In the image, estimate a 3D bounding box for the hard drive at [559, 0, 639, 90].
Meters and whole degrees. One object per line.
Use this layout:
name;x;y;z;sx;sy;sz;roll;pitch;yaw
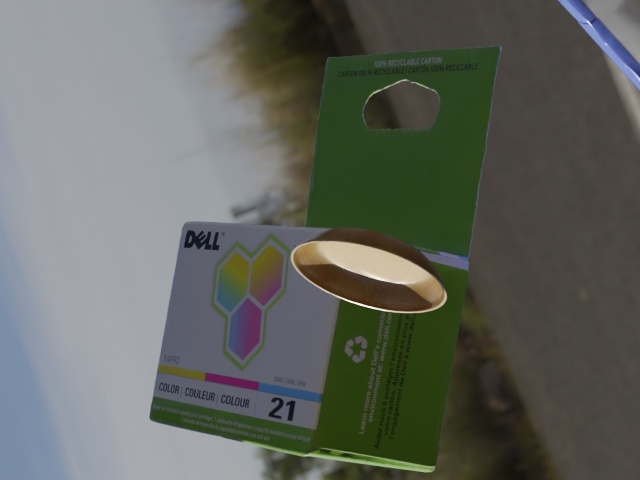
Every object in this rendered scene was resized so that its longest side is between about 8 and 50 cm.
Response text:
hard drive;0.232;-0.095;1.235;0.319;0.040;0.210;43;-165;-24

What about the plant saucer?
plant saucer;0.027;0.013;1.029;0.083;0.083;0.015;70;-145;-63

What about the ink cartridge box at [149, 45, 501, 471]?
ink cartridge box;0.000;0.000;1.215;0.189;0.097;0.255;3;83;56
